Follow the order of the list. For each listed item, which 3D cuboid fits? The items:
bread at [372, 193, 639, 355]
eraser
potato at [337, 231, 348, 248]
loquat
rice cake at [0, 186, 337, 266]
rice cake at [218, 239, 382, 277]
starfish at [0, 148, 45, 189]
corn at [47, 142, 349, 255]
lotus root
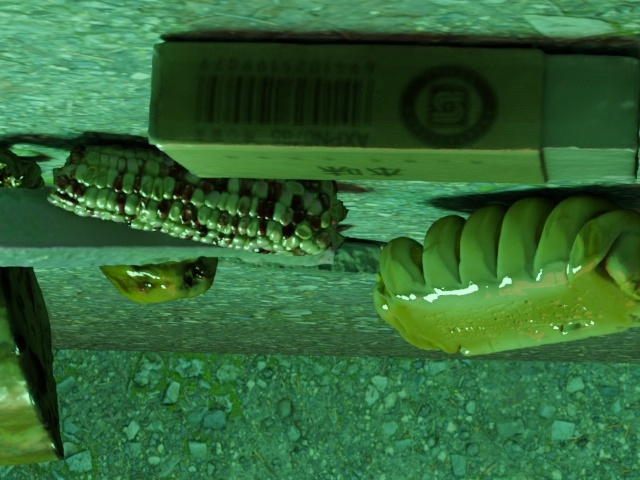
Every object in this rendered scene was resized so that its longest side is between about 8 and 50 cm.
[{"bbox_3d":[0.198,0.031,1.743,0.311,0.121,0.173,-10,144,32],"label":"bread"},{"bbox_3d":[0.057,-0.088,1.228,0.343,0.078,0.144,2,173,11],"label":"eraser"},{"bbox_3d":[0.001,-0.001,2.015,0.036,0.037,0.093,45,157,-7],"label":"potato"},{"bbox_3d":[-0.181,0.019,1.931,0.137,0.113,0.137,14,178,0],"label":"loquat"},{"bbox_3d":[-0.158,-0.012,1.666,0.399,0.070,0.064,0,160,-27],"label":"rice cake"},{"bbox_3d":[-0.047,0.014,2.074,0.269,0.049,0.055,6,175,-15],"label":"rice cake"},{"bbox_3d":[-0.344,-0.041,1.679,0.146,0.074,0.190,-7,156,-26],"label":"starfish"},{"bbox_3d":[-0.112,-0.044,1.603,0.280,0.092,0.092,10,170,-13],"label":"corn"},{"bbox_3d":[-0.427,0.091,1.947,0.249,0.316,0.316,-3,172,-2],"label":"lotus root"}]
